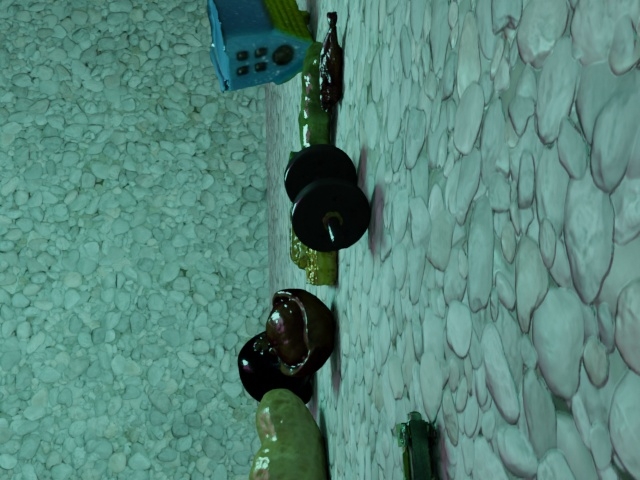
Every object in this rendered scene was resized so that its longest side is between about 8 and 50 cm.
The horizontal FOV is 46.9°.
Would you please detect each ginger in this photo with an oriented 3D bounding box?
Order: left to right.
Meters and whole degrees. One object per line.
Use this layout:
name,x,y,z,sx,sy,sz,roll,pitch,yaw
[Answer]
ginger,-0.011,-0.316,1.727,0.137,0.089,0.290,-54,-36,-72

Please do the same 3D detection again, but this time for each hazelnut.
hazelnut,-0.047,0.214,1.700,0.170,0.160,0.202,103,170,-52

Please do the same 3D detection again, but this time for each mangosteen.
mangosteen,-0.120,0.364,2.067,0.243,0.243,0.243,180,90,-82

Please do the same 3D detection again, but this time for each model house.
model house,-0.164,-0.582,2.095,0.215,0.303,0.237,89,165,-51

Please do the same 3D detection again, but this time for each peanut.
peanut,-0.082,0.544,1.806,0.169,0.192,0.387,119,152,-46

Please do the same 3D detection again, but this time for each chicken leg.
chicken leg,0.024,-0.384,1.604,0.089,0.048,0.219,-123,34,-70

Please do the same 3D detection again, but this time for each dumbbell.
dumbbell,0.009,-0.080,1.367,0.325,0.143,0.143,-104,16,-58

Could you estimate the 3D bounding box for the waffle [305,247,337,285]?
waffle,0.000,0.000,1.726,0.160,0.055,0.211,164,105,-80

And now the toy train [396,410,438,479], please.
toy train,0.120,0.278,0.925,0.081,0.050,0.122,102,166,-73

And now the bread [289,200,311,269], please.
bread,-0.037,-0.059,1.891,0.087,0.098,0.269,-3,-86,-56

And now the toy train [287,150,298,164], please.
toy train,-0.069,-0.235,2.210,0.093,0.056,0.038,109,162,-64
